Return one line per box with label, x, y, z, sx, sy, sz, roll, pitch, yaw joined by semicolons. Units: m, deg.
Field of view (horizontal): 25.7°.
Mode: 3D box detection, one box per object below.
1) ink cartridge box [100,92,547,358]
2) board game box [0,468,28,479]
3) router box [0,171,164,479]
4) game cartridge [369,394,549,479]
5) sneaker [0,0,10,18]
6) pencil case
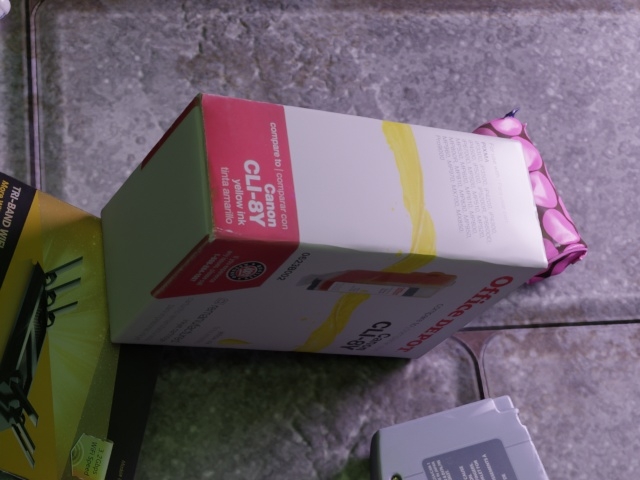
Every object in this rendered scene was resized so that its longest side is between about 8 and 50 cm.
ink cartridge box;0.000;0.000;1.470;0.385;0.279;0.160;5;63;-28
board game box;-0.304;0.268;1.376;0.126;0.186;0.026;22;60;2
router box;-0.291;0.113;1.469;0.243;0.081;0.308;26;57;-27
game cartridge;0.170;0.326;1.513;0.198;0.062;0.297;-15;66;-13
sneaker;-0.507;-0.281;1.708;0.240;0.091;0.126;16;85;-8
pencil case;0.249;-0.051;1.712;0.098;0.095;0.209;-8;65;-33
